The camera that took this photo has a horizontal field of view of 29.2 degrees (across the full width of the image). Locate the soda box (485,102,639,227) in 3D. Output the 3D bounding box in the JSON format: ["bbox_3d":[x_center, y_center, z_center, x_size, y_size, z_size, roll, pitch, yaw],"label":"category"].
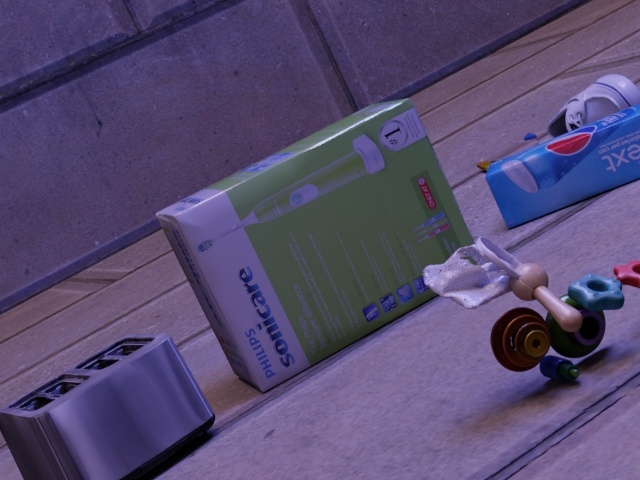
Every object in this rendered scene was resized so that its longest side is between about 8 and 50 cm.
[{"bbox_3d":[0.302,-0.090,1.425,0.210,0.071,0.067,-22,10,18],"label":"soda box"}]

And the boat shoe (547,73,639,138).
[{"bbox_3d":[0.372,-0.164,1.667,0.076,0.083,0.226,-38,0,-6],"label":"boat shoe"}]

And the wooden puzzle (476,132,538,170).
[{"bbox_3d":[0.285,-0.132,1.856,0.116,0.014,0.078,-28,15,-14],"label":"wooden puzzle"}]

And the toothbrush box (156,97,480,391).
[{"bbox_3d":[0.000,0.000,1.320,0.283,0.206,0.122,-29,11,-15],"label":"toothbrush box"}]

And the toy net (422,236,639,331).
[{"bbox_3d":[0.194,0.024,0.916,0.232,0.045,0.122,11,29,18],"label":"toy net"}]

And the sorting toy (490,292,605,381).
[{"bbox_3d":[0.178,0.075,0.917,0.102,0.061,0.042,-12,6,-18],"label":"sorting toy"}]

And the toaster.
[{"bbox_3d":[-0.211,0.178,1.204,0.168,0.110,0.186,-32,12,-28],"label":"toaster"}]
